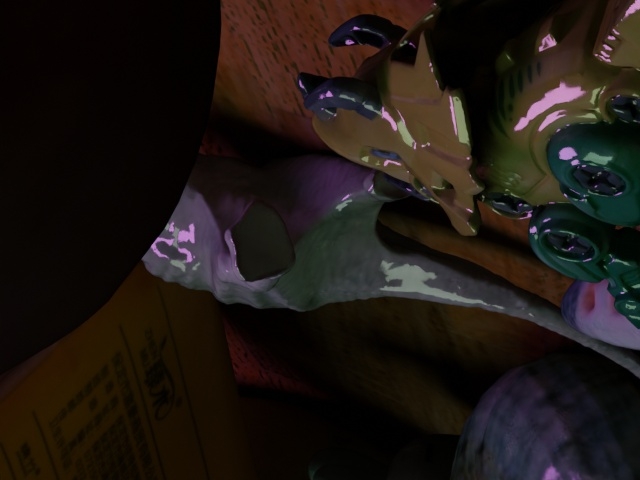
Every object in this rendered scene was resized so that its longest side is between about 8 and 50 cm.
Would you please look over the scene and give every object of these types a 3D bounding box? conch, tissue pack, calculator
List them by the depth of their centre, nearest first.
[{"bbox_3d":[0.164,0.129,1.012,0.188,0.122,0.176,24,-176,12],"label":"conch"},{"bbox_3d":[-0.190,0.173,1.109,0.228,0.293,0.381,16,133,30],"label":"tissue pack"},{"bbox_3d":[0.138,0.166,1.149,0.299,0.041,0.185,13,-171,5],"label":"calculator"}]

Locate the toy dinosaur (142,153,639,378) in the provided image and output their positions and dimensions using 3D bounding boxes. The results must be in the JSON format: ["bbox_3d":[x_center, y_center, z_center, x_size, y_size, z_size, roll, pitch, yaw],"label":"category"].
[{"bbox_3d":[0.000,0.000,0.914,0.393,0.092,0.205,12,169,-16],"label":"toy dinosaur"}]

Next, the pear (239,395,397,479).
[{"bbox_3d":[-0.045,0.239,1.422,0.307,0.253,0.253,27,166,29],"label":"pear"}]

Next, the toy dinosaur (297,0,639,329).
[{"bbox_3d":[0.104,-0.051,0.636,0.153,0.094,0.259,28,155,-20],"label":"toy dinosaur"}]

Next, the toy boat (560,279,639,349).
[{"bbox_3d":[0.196,0.056,0.827,0.134,0.078,0.208,38,160,-29],"label":"toy boat"}]

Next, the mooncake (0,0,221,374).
[{"bbox_3d":[-0.207,-0.090,0.574,0.325,0.334,0.174,62,173,21],"label":"mooncake"}]
